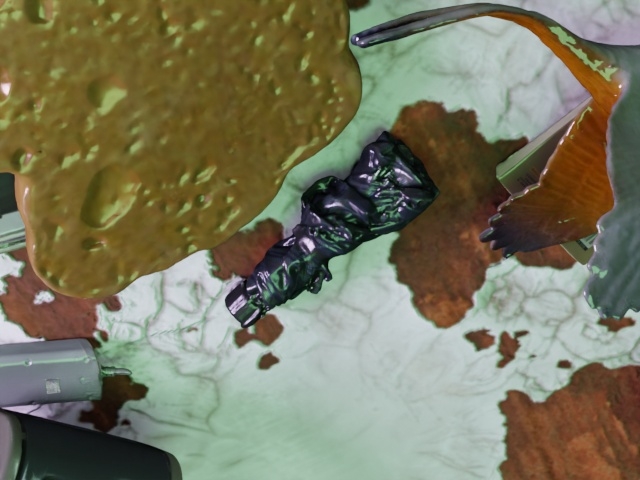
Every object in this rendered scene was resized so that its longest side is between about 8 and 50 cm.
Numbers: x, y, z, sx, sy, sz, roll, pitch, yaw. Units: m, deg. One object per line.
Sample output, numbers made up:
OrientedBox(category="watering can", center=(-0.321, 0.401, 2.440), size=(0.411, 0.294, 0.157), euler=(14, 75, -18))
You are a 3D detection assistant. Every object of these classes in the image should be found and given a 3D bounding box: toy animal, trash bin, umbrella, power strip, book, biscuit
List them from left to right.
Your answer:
OrientedBox(category="power strip", center=(-0.300, 0.127, 1.354), size=(0.253, 0.027, 0.060), euler=(-4, 123, -5))
OrientedBox(category="trash bin", center=(-0.273, 0.283, 1.370), size=(0.209, 0.182, 0.290), euler=(18, 125, -31))
OrientedBox(category="biscuit", center=(-0.143, -0.120, 1.172), size=(0.312, 0.057, 0.351), euler=(36, 103, -33))
OrientedBox(category="umbrella", center=(-0.002, -0.001, 1.290), size=(0.224, 0.071, 0.080), euler=(-40, 92, 23))
OrientedBox(category="toy animal", center=(0.223, -0.131, 1.204), size=(0.302, 0.225, 0.284), euler=(-35, 105, -3))
OrientedBox(category="book", center=(0.271, -0.077, 1.306), size=(0.199, 0.016, 0.138), euler=(-38, 119, 16))

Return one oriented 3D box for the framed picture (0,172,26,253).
OrientedBox(category="framed picture", center=(-0.272, -0.083, 1.194), size=(0.293, 0.018, 0.231), euler=(-17, 124, -10))
